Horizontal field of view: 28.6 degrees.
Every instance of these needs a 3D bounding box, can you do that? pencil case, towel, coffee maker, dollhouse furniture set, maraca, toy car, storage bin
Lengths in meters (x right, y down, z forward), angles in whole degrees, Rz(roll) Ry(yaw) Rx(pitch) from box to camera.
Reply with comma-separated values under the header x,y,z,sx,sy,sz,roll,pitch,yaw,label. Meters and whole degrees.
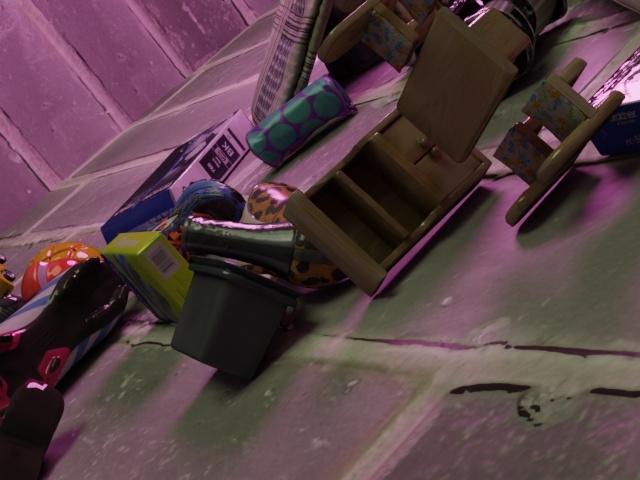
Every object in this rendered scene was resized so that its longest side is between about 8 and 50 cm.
x,y,z,sx,sy,sz,roll,pitch,yaw,label
-0.028,-0.164,1.746,0.151,0.070,0.064,-38,-20,9,pencil case
-0.044,-0.308,1.911,0.312,0.056,0.324,-110,38,-73,towel
0.178,-0.219,1.390,0.171,0.120,0.178,-56,-1,40,coffee maker
0.079,-0.083,1.015,0.161,0.212,0.242,-43,-10,-25,dollhouse furniture set
-0.342,0.059,1.755,0.185,0.099,0.127,10,56,37,maraca
-0.438,0.115,1.693,0.239,0.053,0.225,6,72,41,toy car
-0.080,0.074,1.146,0.091,0.098,0.135,-68,21,-5,storage bin

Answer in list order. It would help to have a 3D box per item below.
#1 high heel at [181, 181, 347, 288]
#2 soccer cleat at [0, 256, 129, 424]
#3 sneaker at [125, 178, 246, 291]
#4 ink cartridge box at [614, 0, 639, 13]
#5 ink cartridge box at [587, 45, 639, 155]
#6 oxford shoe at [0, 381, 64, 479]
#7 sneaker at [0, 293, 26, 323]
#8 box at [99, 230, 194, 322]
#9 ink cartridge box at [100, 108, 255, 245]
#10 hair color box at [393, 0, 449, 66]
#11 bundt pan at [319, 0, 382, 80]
x,y,z,sx,sy,sz,roll,pitch,yaw,label
0.000,0.000,1.258,0.186,0.093,0.261,9,10,21,high heel
-0.359,0.148,1.516,0.331,0.116,0.143,-41,-4,-40,soccer cleat
-0.180,0.002,1.612,0.221,0.083,0.087,-35,28,29,sneaker
0.328,-0.372,1.331,0.198,0.114,0.273,-60,8,21,ink cartridge box
0.303,-0.152,1.000,0.207,0.046,0.097,-44,17,-24,ink cartridge box
-0.319,0.240,1.257,0.076,0.076,0.212,-64,-1,38,oxford shoe
-0.436,0.180,1.593,0.234,0.106,0.078,-51,-13,-9,sneaker
-0.185,0.041,1.416,0.042,0.109,0.178,-45,16,-18,box
-0.227,-0.076,1.945,0.165,0.065,0.333,-26,20,34,ink cartridge box
0.214,-0.392,1.634,0.374,0.185,0.113,-23,22,44,hair color box
0.111,-0.405,2.027,0.331,0.124,0.331,-35,15,11,bundt pan
